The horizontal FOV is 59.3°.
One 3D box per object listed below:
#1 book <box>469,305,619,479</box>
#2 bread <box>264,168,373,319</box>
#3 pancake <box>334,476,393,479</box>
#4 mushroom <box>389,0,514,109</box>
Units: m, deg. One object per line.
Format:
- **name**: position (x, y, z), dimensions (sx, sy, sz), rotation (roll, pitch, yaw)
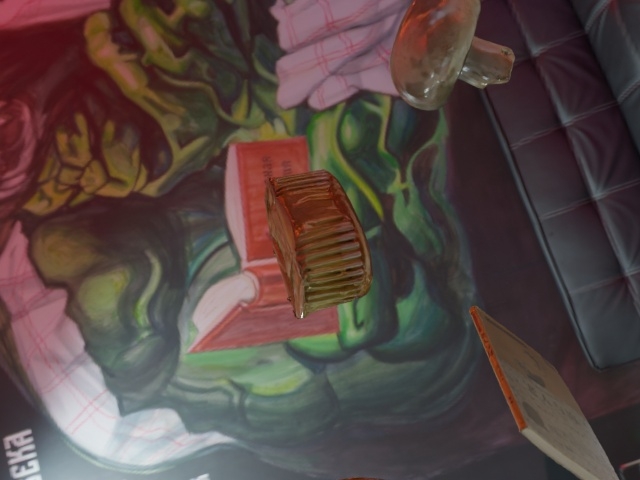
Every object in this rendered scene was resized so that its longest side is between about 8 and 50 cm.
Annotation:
- **book**: position (0.429, 0.301, 1.102), dimensions (0.269, 0.032, 0.389), rotation (37, -160, -14)
- **bread**: position (0.000, 0.000, 1.046), dimensions (0.288, 0.156, 0.204), rotation (-114, 18, -47)
- **pancake**: position (0.034, 0.300, 0.409), dimensions (0.057, 0.266, 0.244), rotation (48, -161, -61)
- **mushroom**: position (0.216, -0.304, 0.912), dimensions (0.204, 0.204, 0.204), rotation (-19, -90, -90)
